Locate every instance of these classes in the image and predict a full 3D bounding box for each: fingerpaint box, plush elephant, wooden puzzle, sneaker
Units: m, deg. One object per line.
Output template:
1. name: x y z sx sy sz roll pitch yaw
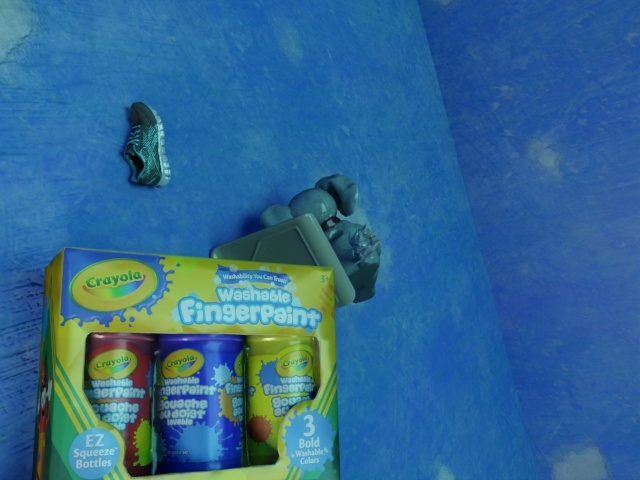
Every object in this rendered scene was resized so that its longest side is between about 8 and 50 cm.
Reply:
1. fingerpaint box: -0.194 0.218 1.038 0.444 0.163 0.371 7 74 -30
2. plush elephant: 0.000 0.000 1.504 0.272 0.330 0.255 -21 63 -29
3. wooden puzzle: -0.076 0.068 1.374 0.221 0.238 0.044 61 19 -22
4. sneaker: -0.330 -0.177 1.232 0.076 0.065 0.166 -14 88 -53
